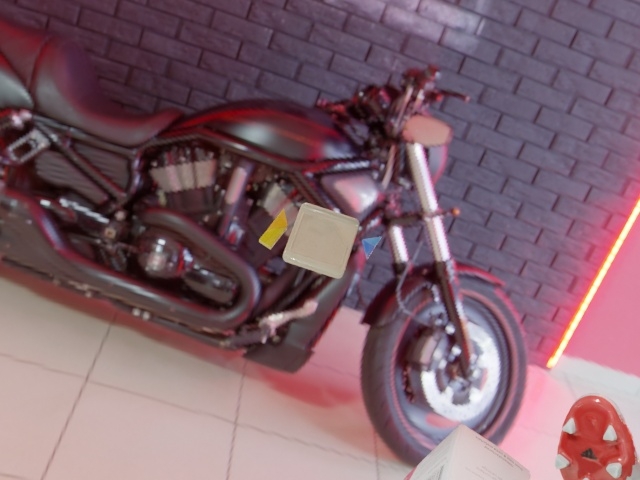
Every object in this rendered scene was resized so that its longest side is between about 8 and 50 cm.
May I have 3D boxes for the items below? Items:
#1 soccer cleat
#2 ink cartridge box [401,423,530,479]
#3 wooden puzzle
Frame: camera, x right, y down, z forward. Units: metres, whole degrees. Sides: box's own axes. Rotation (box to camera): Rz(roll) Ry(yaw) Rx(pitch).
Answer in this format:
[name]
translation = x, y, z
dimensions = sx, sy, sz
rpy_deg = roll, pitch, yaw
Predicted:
[soccer cleat]
translation = 0.109, 0.092, 0.318
dimensions = 0.029, 0.083, 0.036
rpy_deg = -3, 15, 43
[ink cartridge box]
translation = 0.105, 0.304, 0.796
dimensions = 0.092, 0.158, 0.218
rpy_deg = 35, 35, 0
[wooden puzzle]
translation = 0.000, 0.000, 0.922
dimensions = 0.116, 0.014, 0.078
rpy_deg = 24, 64, 5
